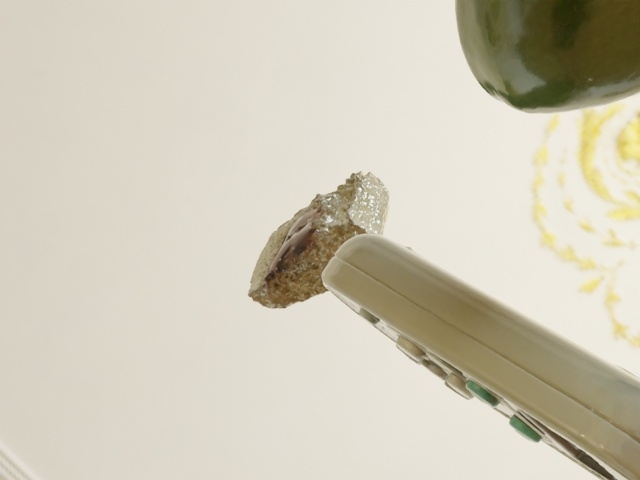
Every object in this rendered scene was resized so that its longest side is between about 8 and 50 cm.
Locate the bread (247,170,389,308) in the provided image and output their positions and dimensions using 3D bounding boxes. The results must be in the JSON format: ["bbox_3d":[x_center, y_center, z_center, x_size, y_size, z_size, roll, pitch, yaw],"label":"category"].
[{"bbox_3d":[0.000,0.000,0.785,0.083,0.070,0.035,-34,-70,29],"label":"bread"}]

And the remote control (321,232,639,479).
[{"bbox_3d":[0.078,0.050,0.569,0.042,0.221,0.078,-53,-51,-6],"label":"remote control"}]

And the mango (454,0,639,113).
[{"bbox_3d":[0.128,-0.122,0.520,0.194,0.092,0.130,-45,-55,-9],"label":"mango"}]
